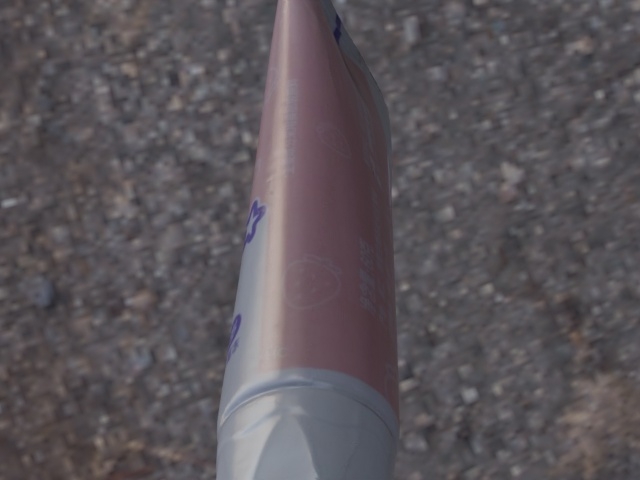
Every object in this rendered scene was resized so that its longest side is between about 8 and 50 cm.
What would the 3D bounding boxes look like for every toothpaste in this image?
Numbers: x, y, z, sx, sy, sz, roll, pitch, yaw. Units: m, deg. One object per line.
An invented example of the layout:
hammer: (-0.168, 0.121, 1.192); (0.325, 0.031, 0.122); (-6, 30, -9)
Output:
toothpaste: (0.000, 0.000, 0.507); (0.043, 0.194, 0.067); (-18, 129, 19)
